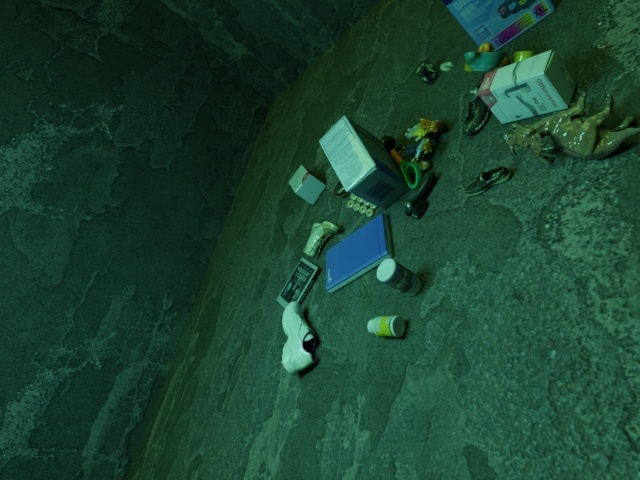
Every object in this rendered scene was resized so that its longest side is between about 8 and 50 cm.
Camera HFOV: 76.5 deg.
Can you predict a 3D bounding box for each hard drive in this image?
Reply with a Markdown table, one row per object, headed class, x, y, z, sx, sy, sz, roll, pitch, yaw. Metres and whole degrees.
| class | x | y | z | sx | sy | sz | roll | pitch | yaw |
| --- | --- | --- | --- | --- | --- | --- | --- | --- | --- |
| hard drive | 0.144 | 0.051 | 1.607 | 0.318 | 0.040 | 0.210 | -36 | 36 | 34 |

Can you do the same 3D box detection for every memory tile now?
| class | x | y | z | sx | sy | sz | roll | pitch | yaw |
| --- | --- | --- | --- | --- | --- | --- | --- | --- | --- |
| memory tile | 0.183 | -0.170 | 1.720 | 0.148 | 0.012 | 0.113 | 30 | 95 | 39 |

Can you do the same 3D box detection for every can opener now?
| class | x | y | z | sx | sy | sz | roll | pitch | yaw |
| --- | --- | --- | --- | --- | --- | --- | --- | --- | --- |
| can opener | 0.365 | -0.165 | 1.474 | 0.186 | 0.073 | 0.059 | -60 | -10 | -9 |

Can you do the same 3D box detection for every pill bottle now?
| class | x | y | z | sx | sy | sz | roll | pitch | yaw |
| --- | --- | --- | --- | --- | --- | --- | --- | --- | --- |
| pill bottle | 0.250 | 0.119 | 1.279 | 0.078 | 0.137 | 0.078 | -39 | 34 | 33 |
| pill bottle | 0.205 | 0.271 | 1.279 | 0.116 | 0.065 | 0.065 | -15 | 50 | 52 |

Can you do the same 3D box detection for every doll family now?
| class | x | y | z | sx | sy | sz | roll | pitch | yaw |
| --- | --- | --- | --- | --- | --- | --- | --- | --- | --- |
| doll family | 0.383 | -0.376 | 1.564 | 0.163 | 0.118 | 0.263 | 7 | 71 | 62 |

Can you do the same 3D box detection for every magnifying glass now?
| class | x | y | z | sx | sy | sz | roll | pitch | yaw |
| --- | --- | --- | --- | --- | --- | --- | --- | --- | --- |
| magnifying glass | 0.326 | -0.283 | 1.558 | 0.231 | 0.026 | 0.092 | -116 | 21 | -45 |

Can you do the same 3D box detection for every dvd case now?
| class | x | y | z | sx | sy | sz | roll | pitch | yaw |
| --- | --- | --- | --- | --- | --- | --- | --- | --- | --- |
| dvd case | -0.100 | 0.205 | 1.850 | 0.239 | 0.029 | 0.179 | -60 | 29 | -2 |

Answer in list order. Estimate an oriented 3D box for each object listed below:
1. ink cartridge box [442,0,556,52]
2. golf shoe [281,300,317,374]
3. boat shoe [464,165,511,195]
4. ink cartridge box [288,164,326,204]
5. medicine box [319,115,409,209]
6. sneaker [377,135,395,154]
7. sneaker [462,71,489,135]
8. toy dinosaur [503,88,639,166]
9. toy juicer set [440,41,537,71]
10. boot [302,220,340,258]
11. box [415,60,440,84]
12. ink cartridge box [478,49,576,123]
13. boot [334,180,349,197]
| class | x | y | z | sx | sy | sz | roll | pitch | yaw |
| --- | --- | --- | --- | --- | --- | --- | --- | --- | --- |
| ink cartridge box | 0.603 | -0.903 | 1.445 | 0.270 | 0.395 | 0.151 | -29 | 40 | 42 |
| golf shoe | -0.073 | 0.366 | 1.593 | 0.140 | 0.115 | 0.307 | -28 | 46 | 26 |
| boat shoe | 0.511 | -0.190 | 1.263 | 0.152 | 0.049 | 0.056 | -30 | 40 | 41 |
| ink cartridge box | -0.073 | -0.303 | 2.189 | 0.128 | 0.127 | 0.176 | -52 | 30 | 12 |
| medicine box | 0.172 | -0.298 | 1.584 | 0.149 | 0.263 | 0.290 | -40 | 56 | 26 |
| sneaker | 0.240 | -0.320 | 1.774 | 0.286 | 0.109 | 0.130 | -55 | 36 | 21 |
| sneaker | 0.550 | -0.484 | 1.424 | 0.234 | 0.106 | 0.078 | -58 | 28 | 0 |
| toy dinosaur | 0.657 | -0.265 | 1.049 | 0.200 | 0.127 | 0.295 | -60 | 40 | 12 |
| toy juicer set | 0.541 | -0.628 | 1.395 | 0.209 | 0.328 | 0.090 | -122 | 30 | -65 |
| boot | 0.000 | 0.000 | 1.843 | 0.213 | 0.077 | 0.165 | -3 | 59 | 62 |
| box | 0.478 | -0.746 | 1.809 | 0.062 | 0.083 | 0.052 | -54 | 29 | 8 |
| ink cartridge box | 0.622 | -0.457 | 1.233 | 0.217 | 0.158 | 0.092 | 0 | 61 | 57 |
| boot | 0.105 | -0.328 | 1.849 | 0.248 | 0.206 | 0.090 | -50 | 50 | 10 |
